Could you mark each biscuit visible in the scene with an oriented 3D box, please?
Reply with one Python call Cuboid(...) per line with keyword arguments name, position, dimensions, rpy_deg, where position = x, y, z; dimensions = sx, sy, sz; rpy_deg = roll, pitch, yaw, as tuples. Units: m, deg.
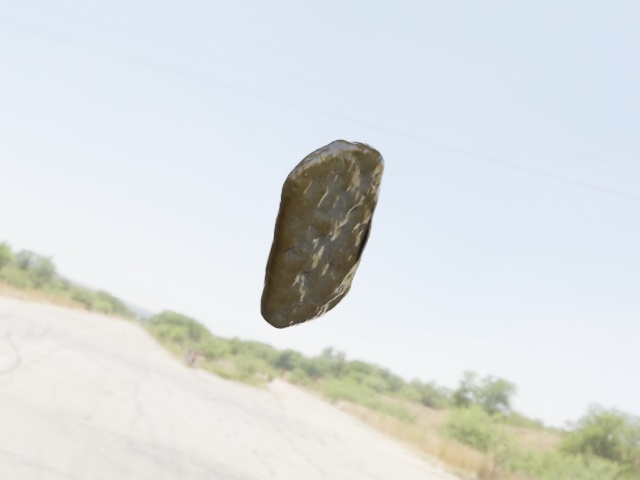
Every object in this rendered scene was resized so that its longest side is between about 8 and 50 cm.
Cuboid(name="biscuit", position=(0.000, 0.000, 0.539), dimensions=(0.071, 0.147, 0.018), rpy_deg=(-16, 50, -29))
